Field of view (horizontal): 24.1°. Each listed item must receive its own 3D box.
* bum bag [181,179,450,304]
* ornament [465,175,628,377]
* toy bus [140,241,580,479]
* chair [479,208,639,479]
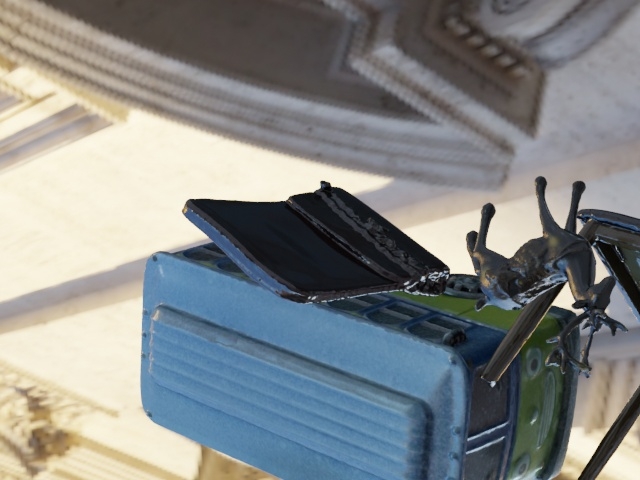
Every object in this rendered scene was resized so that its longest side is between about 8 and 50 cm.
[{"bbox_3d":[0.000,0.000,0.906,0.159,0.109,0.026,-3,-55,-53],"label":"bum bag"},{"bbox_3d":[0.110,0.023,0.745,0.028,0.073,0.125,46,-156,-39],"label":"ornament"},{"bbox_3d":[0.026,0.097,1.166,0.190,0.312,0.152,-16,-64,-49],"label":"toy bus"},{"bbox_3d":[0.269,0.055,1.038,0.272,0.166,0.188,-51,-52,-19],"label":"chair"}]
